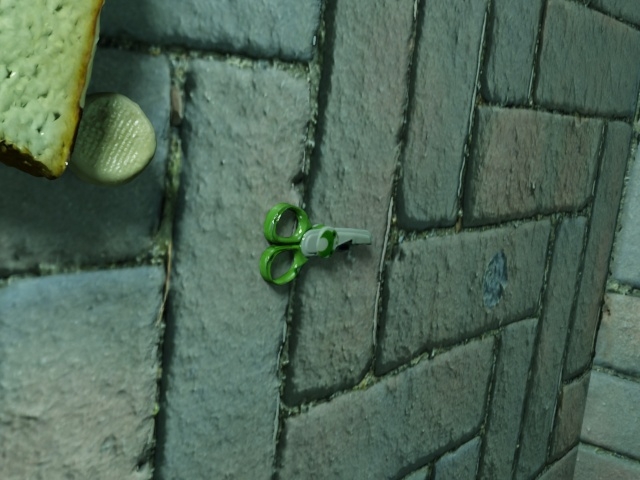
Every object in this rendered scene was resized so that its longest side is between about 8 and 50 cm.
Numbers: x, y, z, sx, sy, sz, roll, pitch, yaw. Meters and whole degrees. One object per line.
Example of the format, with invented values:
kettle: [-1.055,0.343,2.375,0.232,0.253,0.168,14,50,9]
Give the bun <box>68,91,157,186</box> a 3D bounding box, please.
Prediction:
bun: [-0.194,-0.091,0.687,0.086,0.055,0.086,-2,94,-26]

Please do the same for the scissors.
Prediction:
scissors: [0.000,0.000,0.992,0.204,0.027,0.101,-5,108,-50]

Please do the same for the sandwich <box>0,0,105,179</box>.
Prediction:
sandwich: [-0.282,-0.208,0.502,0.301,0.099,0.271,18,82,-50]
